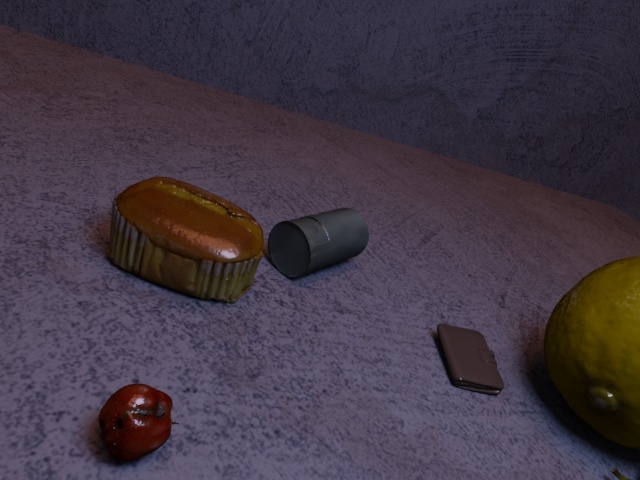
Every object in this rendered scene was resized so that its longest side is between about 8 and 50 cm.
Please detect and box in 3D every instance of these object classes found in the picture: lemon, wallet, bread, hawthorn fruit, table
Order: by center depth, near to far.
[{"bbox_3d":[-0.217,0.215,0.551,0.093,0.093,0.093,17,27,-9],"label":"hawthorn fruit"},{"bbox_3d":[0.591,0.220,0.854,0.364,0.364,0.364,17,27,-9],"label":"lemon"},{"bbox_3d":[-0.244,-0.011,0.864,0.288,0.156,0.204,25,30,5],"label":"bread"},{"bbox_3d":[0.300,0.238,0.925,0.118,0.038,0.152,14,31,-9],"label":"wallet"},{"bbox_3d":[0.000,0.000,1.049,0.126,0.126,0.220,36,32,27],"label":"table"}]

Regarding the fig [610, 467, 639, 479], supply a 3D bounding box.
[{"bbox_3d":[0.579,0.405,0.785,0.166,0.093,0.093,9,23,18],"label":"fig"}]
